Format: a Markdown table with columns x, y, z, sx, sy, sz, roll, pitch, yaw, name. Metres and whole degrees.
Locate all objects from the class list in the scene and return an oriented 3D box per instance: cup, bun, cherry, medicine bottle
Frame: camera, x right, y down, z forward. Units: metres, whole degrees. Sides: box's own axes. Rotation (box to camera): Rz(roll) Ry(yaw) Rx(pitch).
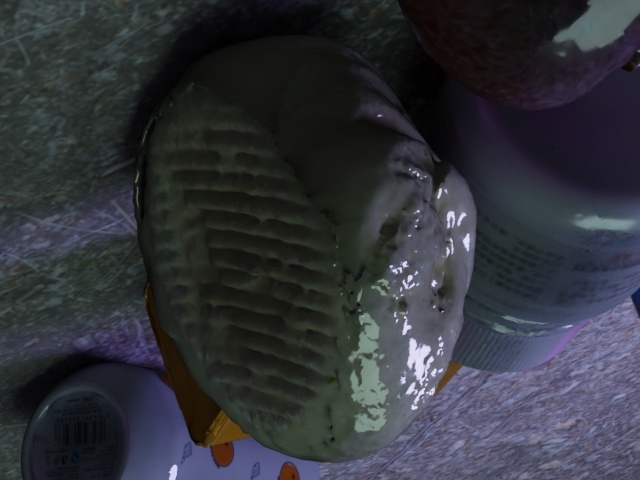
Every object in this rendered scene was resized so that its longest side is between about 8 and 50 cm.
| x | y | z | sx | sy | sz | roll | pitch | yaw | name |
| --- | --- | --- | --- | --- | --- | --- | --- | --- | --- |
| -0.172 | 0.251 | 2.020 | 0.212 | 0.212 | 0.317 | -33 | 151 | 21 | cup |
| 0.000 | 0.000 | 1.542 | 0.211 | 0.359 | 0.359 | -14 | 154 | -34 | bun |
| 0.168 | -0.234 | 1.312 | 0.261 | 0.221 | 0.307 | -32 | 112 | 9 | cherry |
| 0.203 | -0.039 | 1.702 | 0.256 | 0.256 | 0.325 | -12 | 151 | -22 | medicine bottle |

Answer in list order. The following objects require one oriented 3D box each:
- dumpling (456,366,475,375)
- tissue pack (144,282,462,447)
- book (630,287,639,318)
| x | y | z | sx | sy | sz | roll | pitch | yaw | name |
| --- | --- | --- | --- | --- | --- | --- | --- | --- | --- |
| 0.174 | 0.073 | 2.082 | 0.150 | 0.092 | 0.176 | -1 | 146 | -43 | dumpling |
| -0.013 | 0.083 | 1.838 | 0.274 | 0.194 | 0.145 | -9 | 151 | -24 | tissue pack |
| 0.508 | -0.053 | 1.926 | 0.428 | 0.039 | 0.300 | -12 | 135 | 17 | book |
